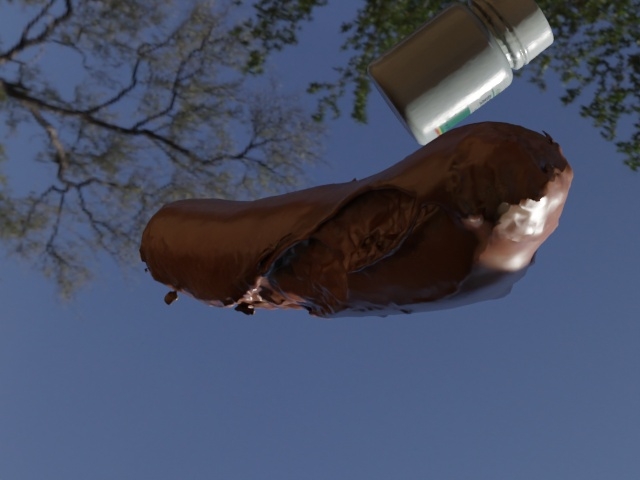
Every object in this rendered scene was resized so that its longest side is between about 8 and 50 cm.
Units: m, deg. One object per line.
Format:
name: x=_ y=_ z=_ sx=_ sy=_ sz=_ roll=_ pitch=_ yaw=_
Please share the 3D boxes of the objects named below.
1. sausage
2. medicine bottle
sausage: x=0.001 y=0.001 z=0.445 sx=0.327 sy=0.087 sz=0.079 roll=-7 pitch=-134 yaw=54
medicine bottle: x=0.109 y=-0.142 z=0.671 sx=0.130 sy=0.080 sz=0.080 roll=-35 pitch=-125 yaw=6
